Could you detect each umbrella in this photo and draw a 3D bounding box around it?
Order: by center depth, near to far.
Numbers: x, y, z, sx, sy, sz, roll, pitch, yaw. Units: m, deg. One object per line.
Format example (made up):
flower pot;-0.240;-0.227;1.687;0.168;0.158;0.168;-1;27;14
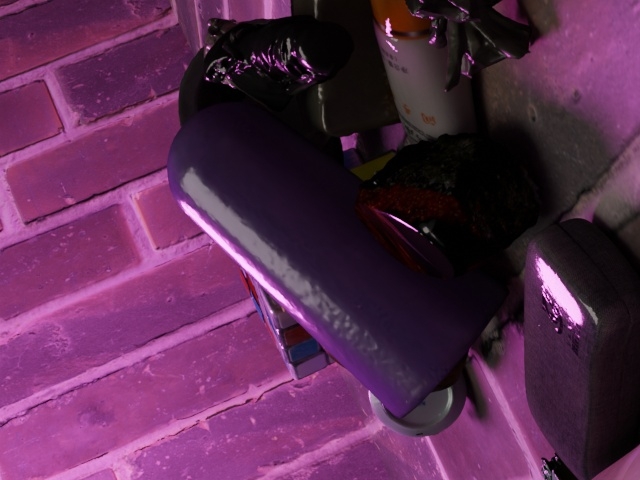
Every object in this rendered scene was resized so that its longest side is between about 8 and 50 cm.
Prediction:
umbrella;-0.056;-0.208;1.192;0.358;0.113;0.106;25;99;68

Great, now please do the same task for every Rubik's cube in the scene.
Rubik's cube;0.002;0.042;1.770;0.253;0.259;0.256;78;166;-57

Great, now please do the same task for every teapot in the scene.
teapot;0.158;0.230;1.724;0.159;0.159;0.231;-148;37;-75

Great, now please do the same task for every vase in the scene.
vase;-0.060;-0.159;1.566;0.245;0.245;0.291;64;-179;19

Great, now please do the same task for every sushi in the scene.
sushi;0.132;-0.038;1.108;0.136;0.126;0.225;47;170;-15

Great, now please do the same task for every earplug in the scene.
earplug;0.000;0.000;1.302;0.456;0.215;0.215;40;168;4

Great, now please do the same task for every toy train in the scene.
toy train;0.319;0.330;1.355;0.071;0.038;0.147;54;164;43

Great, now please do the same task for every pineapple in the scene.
pineapple;0.104;-0.260;0.902;0.248;0.128;0.128;64;172;-15

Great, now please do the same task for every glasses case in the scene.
glasses case;0.263;0.120;1.034;0.131;0.074;0.323;57;167;40

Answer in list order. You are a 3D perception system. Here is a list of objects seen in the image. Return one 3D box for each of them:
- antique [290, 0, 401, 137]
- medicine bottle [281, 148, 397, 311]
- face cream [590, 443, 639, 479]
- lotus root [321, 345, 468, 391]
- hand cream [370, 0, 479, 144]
antique;0.030;-0.279;1.267;0.125;0.150;0.284;-145;41;-66
medicine bottle;0.028;-0.012;1.531;0.137;0.250;0.141;83;164;-66
face cream;0.285;0.224;0.887;0.081;0.173;0.348;39;162;15
lotus root;0.108;0.132;1.498;0.275;0.152;0.160;28;-121;-36
hand cream;0.117;-0.178;1.128;0.140;0.089;0.314;41;165;38
